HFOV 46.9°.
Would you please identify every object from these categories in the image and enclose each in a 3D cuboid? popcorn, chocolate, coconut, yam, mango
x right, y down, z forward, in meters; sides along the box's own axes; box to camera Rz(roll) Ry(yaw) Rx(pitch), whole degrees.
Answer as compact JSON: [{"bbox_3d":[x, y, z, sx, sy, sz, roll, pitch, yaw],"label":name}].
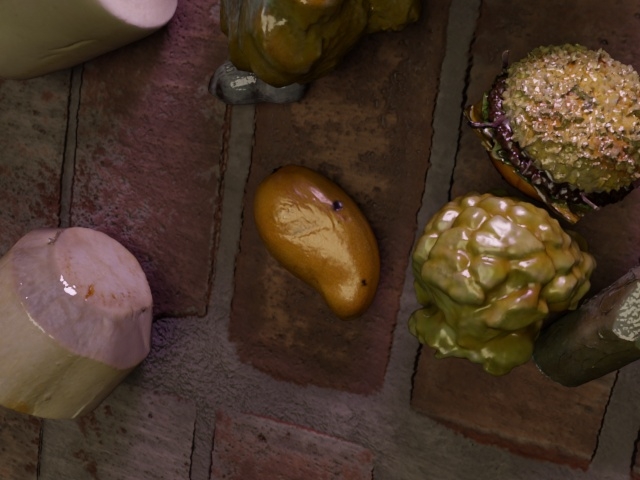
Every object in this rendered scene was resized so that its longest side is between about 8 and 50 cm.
[{"bbox_3d":[0.227,0.049,0.983,0.224,0.258,0.270,36,146,16],"label":"popcorn"},{"bbox_3d":[-0.097,-0.249,1.159,0.167,0.072,0.072,1,98,19],"label":"chocolate"},{"bbox_3d":[-0.442,0.143,1.231,0.322,0.323,0.323,3,99,19],"label":"coconut"},{"bbox_3d":[0.404,0.105,0.977,0.106,0.106,0.259,49,135,7],"label":"yam"},{"bbox_3d":[0.000,-0.001,1.145,0.157,0.109,0.262,-35,91,11],"label":"mango"}]

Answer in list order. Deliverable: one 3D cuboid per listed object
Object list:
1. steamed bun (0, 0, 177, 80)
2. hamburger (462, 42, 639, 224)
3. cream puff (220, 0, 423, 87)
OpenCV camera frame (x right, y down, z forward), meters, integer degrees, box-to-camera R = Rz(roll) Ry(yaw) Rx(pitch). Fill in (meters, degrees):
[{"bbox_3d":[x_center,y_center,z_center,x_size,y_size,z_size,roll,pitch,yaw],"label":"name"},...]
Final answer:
[{"bbox_3d":[-0.448,-0.503,1.128,0.371,0.290,0.456,-10,94,22],"label":"steamed bun"},{"bbox_3d":[0.315,-0.150,0.943,0.243,0.261,0.139,45,149,10],"label":"hamburger"},{"bbox_3d":[-0.003,-0.353,1.028,0.274,0.269,0.323,120,147,-49],"label":"cream puff"}]
